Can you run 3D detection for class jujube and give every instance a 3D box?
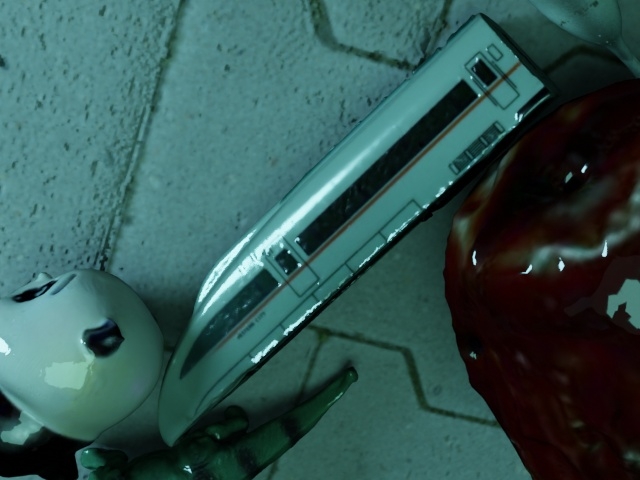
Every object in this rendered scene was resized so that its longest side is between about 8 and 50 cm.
[{"bbox_3d":[0.228,0.065,0.966,0.258,0.258,0.376,-15,125,2],"label":"jujube"}]

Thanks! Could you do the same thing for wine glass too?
[{"bbox_3d":[0.193,-0.163,0.951,0.066,0.066,0.198,-39,112,15],"label":"wine glass"}]

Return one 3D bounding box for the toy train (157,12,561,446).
[{"bbox_3d":[0.000,0.000,0.998,0.407,0.086,0.088,-43,85,16],"label":"toy train"}]

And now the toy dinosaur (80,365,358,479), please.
[{"bbox_3d":[-0.105,0.187,1.104,0.292,0.120,0.079,-28,108,-17],"label":"toy dinosaur"}]

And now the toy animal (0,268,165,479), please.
[{"bbox_3d":[-0.202,0.096,1.011,0.179,0.166,0.138,-43,80,18],"label":"toy animal"}]
